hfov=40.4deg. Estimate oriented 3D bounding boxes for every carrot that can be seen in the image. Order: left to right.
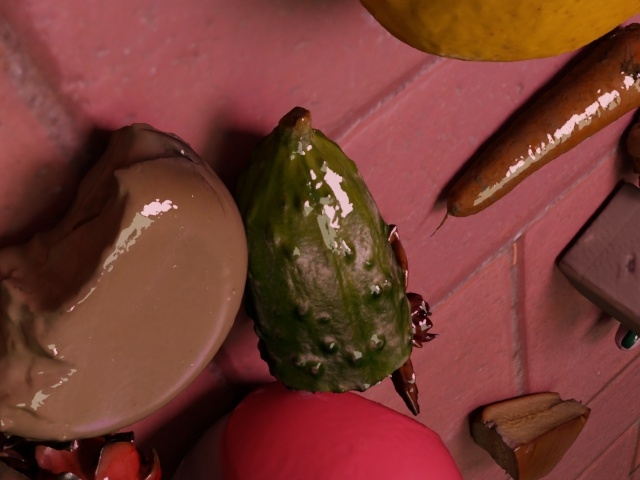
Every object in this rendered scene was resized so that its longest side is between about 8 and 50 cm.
[{"bbox_3d":[0.216,-0.101,0.829,0.298,0.078,0.078,-39,144,-7],"label":"carrot"}]

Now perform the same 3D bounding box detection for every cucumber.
[{"bbox_3d":[-0.003,0.001,0.638,0.134,0.134,0.245,-34,140,-20],"label":"cucumber"}]

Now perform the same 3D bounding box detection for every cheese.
[{"bbox_3d":[-0.126,0.025,0.554,0.175,0.091,0.203,6,117,-49],"label":"cheese"}]

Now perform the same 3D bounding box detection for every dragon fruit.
[{"bbox_3d":[-0.179,0.187,0.630,0.130,0.121,0.142,-31,118,-34],"label":"dragon fruit"}]

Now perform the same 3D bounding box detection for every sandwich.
[{"bbox_3d":[0.295,0.279,1.248,0.258,0.094,0.096,2,120,-50],"label":"sandwich"}]

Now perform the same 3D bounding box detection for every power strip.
[{"bbox_3d":[0.430,0.056,1.066,0.140,0.224,0.139,-50,145,2],"label":"power strip"}]

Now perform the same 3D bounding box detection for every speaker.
[{"bbox_3d":[-0.016,0.269,0.751,0.294,0.294,0.294,-28,140,-26],"label":"speaker"}]

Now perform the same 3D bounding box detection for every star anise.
[{"bbox_3d":[0.055,0.071,0.835,0.140,0.144,0.158,32,91,-10],"label":"star anise"}]

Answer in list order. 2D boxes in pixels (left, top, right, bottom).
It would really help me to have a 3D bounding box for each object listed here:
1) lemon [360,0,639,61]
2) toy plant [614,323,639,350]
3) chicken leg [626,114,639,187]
[{"bbox_3d":[0.115,-0.205,0.498,0.260,0.204,0.204,-20,140,-7],"label":"lemon"},{"bbox_3d":[0.510,0.063,1.251,0.243,0.112,0.233,-43,163,-28],"label":"toy plant"},{"bbox_3d":[0.406,-0.138,0.982,0.103,0.088,0.228,-14,134,-14],"label":"chicken leg"}]
